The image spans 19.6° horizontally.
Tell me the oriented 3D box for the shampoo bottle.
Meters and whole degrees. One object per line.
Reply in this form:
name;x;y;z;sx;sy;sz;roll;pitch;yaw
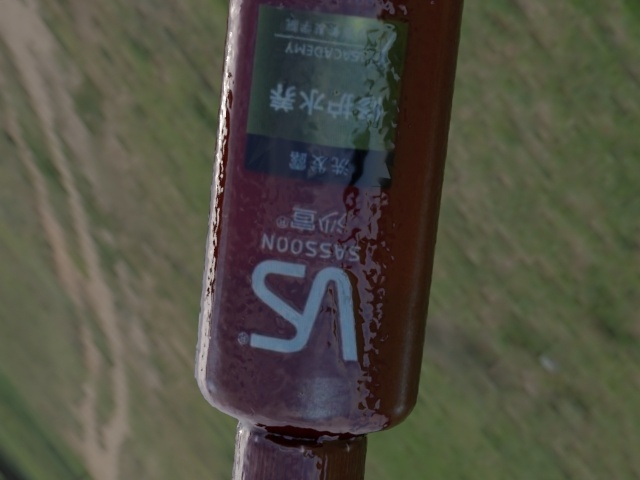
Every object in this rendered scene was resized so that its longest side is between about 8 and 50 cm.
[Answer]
shampoo bottle;0.000;0.000;0.941;0.076;0.118;0.314;-77;-6;-79
